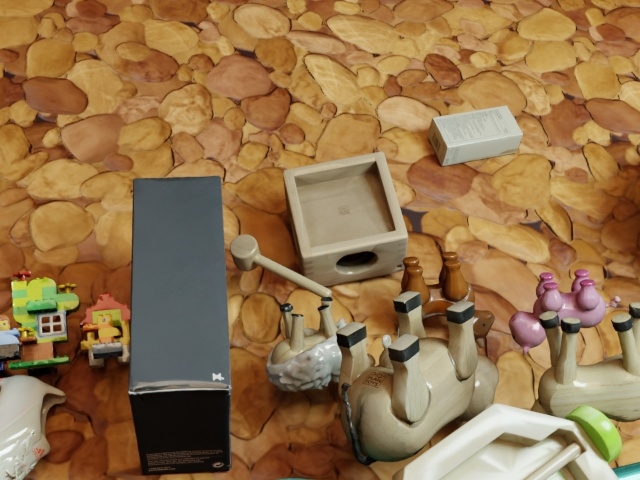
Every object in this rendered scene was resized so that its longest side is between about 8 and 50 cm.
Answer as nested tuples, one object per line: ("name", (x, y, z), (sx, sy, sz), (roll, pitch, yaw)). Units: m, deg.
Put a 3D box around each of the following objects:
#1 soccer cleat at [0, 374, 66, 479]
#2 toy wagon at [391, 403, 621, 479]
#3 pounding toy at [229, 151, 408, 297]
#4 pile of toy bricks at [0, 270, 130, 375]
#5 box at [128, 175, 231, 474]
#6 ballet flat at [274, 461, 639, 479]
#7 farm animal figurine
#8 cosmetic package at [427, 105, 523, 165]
("soccer cleat", (-0.317, 0.222, 1.016), (0.076, 0.068, 0.196), (12, 50, -2))
("toy wagon", (0.202, 0.314, 0.845), (0.267, 0.068, 0.344), (-29, 78, -24))
("pounding toy", (-0.004, 0.009, 1.206), (0.206, 0.094, 0.181), (-11, 60, -4))
("pile of toy bricks", (-0.306, 0.084, 1.078), (0.212, 0.118, 0.105), (-5, 73, -12))
("box", (-0.147, 0.088, 1.063), (0.103, 0.184, 0.261), (0, 53, -8))
("ballet flat", (0.187, 0.310, 0.974), (0.482, 0.164, 0.182), (-1, 77, -10))
("farm animal figurine", (0.150, 0.144, 1.044), (0.326, 0.172, 0.330), (-16, 19, -29))
("cosmetic package", (0.211, -0.144, 1.375), (0.115, 0.041, 0.060), (-10, 54, -15))
